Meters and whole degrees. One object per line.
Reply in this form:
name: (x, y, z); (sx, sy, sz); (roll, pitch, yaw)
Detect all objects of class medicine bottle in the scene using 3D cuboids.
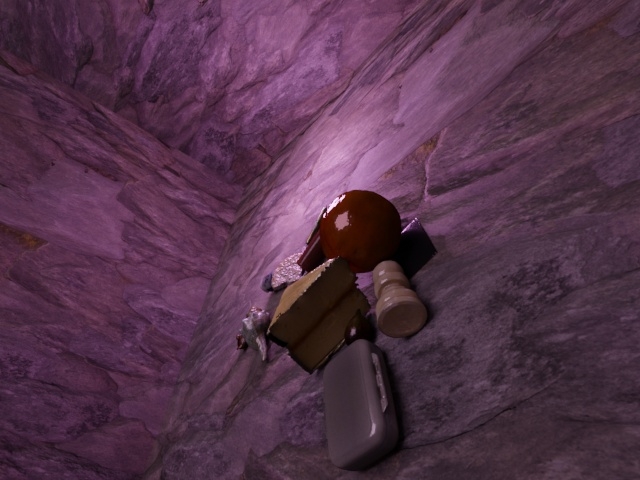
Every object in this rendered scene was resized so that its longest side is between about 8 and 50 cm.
medicine bottle: (-0.281, 0.243, 2.410); (0.191, 0.107, 0.107); (-32, 37, 45)
medicine bottle: (0.121, 0.527, 1.326); (0.282, 0.122, 0.375); (-45, 29, 27)

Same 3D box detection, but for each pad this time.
pad: (0.353, 0.031, 1.563); (0.164, 0.004, 0.243); (-49, 27, 22)

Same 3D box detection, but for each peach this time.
peach: (0.154, -0.026, 1.623); (0.342, 0.342, 0.302); (-18, 35, 56)

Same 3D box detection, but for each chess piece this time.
chess piece: (0.256, 0.179, 1.423); (0.167, 0.167, 0.300); (-49, 23, 23)

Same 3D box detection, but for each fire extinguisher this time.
fire extinguisher: (0.000, 0.000, 2.134); (0.337, 0.106, 0.147); (-55, 37, 11)

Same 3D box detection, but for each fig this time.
fig: (0.141, 0.332, 1.525); (0.109, 0.103, 0.155); (-21, 50, 22)

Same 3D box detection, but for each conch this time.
conch: (-0.367, 0.506, 2.235); (0.386, 0.169, 0.203); (-91, 13, -50)

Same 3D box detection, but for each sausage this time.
sausage: (-0.023, -0.084, 2.361); (0.269, 0.032, 0.032); (-63, 25, -5)

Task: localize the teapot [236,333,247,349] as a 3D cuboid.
teapot: (-0.472, 0.596, 2.427); (0.098, 0.078, 0.129); (-34, 35, 44)

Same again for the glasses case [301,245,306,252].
glasses case: (-0.090, 0.061, 2.346); (0.032, 0.021, 0.083); (-52, 26, 12)

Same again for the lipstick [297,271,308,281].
lipstick: (-0.088, 0.196, 2.195); (0.107, 0.025, 0.025); (-55, 25, -1)

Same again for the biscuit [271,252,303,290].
biscuit: (-0.172, 0.178, 2.274); (0.265, 0.040, 0.188); (-46, 50, -10)

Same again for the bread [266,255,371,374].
bread: (0.014, 0.304, 1.559); (0.404, 0.345, 0.242); (-27, 33, 39)
